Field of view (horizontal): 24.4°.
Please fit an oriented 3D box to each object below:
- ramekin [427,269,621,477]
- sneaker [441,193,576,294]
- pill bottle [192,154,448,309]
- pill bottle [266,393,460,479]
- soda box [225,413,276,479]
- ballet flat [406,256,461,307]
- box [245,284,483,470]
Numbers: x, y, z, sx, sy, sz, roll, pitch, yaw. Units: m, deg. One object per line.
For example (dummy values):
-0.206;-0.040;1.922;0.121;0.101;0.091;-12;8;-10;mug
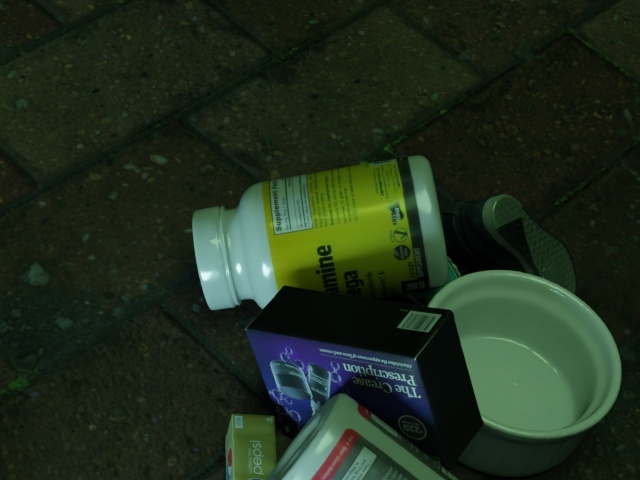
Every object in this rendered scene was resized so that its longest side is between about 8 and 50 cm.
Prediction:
0.257;0.187;2.012;0.277;0.135;0.277;7;48;-8;ramekin
0.270;0.018;2.203;0.226;0.163;0.086;48;60;-26;sneaker
0.000;0.000;2.041;0.333;0.188;0.188;-10;50;3;pill bottle
0.096;0.344;1.778;0.318;0.176;0.176;38;49;-2;pill bottle
-0.087;0.310;1.865;0.058;0.061;0.181;5;48;-10;soda box
0.124;0.027;2.159;0.091;0.077;0.241;-44;67;-7;ballet flat
0.055;0.172;1.872;0.261;0.184;0.103;7;41;36;box
